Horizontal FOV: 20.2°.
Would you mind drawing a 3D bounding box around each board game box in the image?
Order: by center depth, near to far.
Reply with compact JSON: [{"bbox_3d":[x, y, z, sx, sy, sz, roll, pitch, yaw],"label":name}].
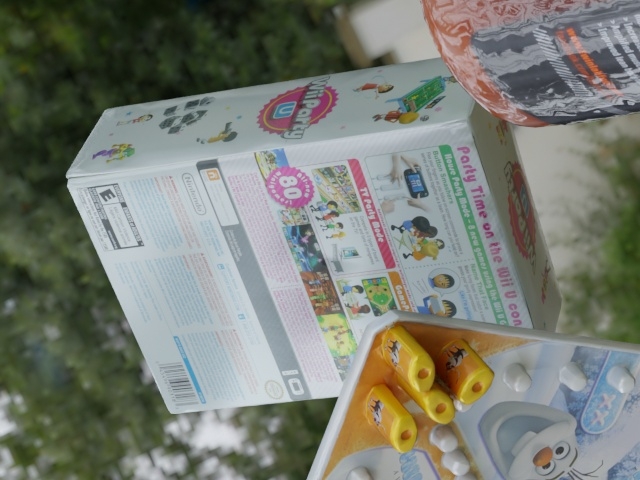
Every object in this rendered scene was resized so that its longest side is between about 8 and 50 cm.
[{"bbox_3d":[0.146,0.250,1.223,0.390,0.390,0.050,9,-159,-28],"label":"board game box"},{"bbox_3d":[0.000,0.000,1.303,0.097,0.303,0.224,-69,-34,-51],"label":"board game box"}]

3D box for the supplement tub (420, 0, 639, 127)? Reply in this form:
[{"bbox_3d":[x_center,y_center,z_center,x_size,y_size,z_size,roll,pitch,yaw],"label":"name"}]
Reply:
[{"bbox_3d":[0.130,-0.095,0.527,0.106,0.198,0.106,7,-99,-45],"label":"supplement tub"}]
